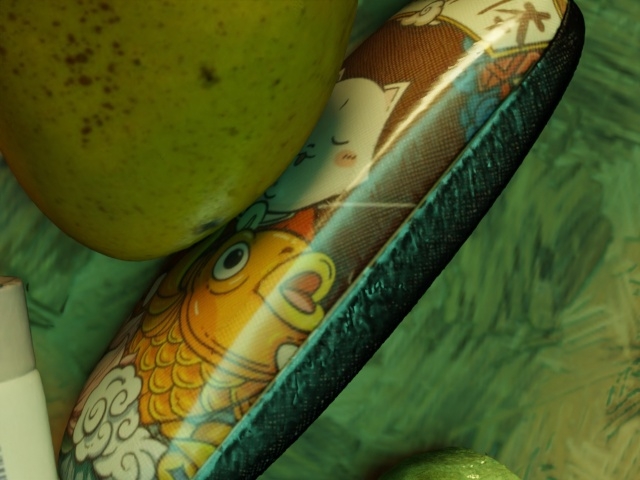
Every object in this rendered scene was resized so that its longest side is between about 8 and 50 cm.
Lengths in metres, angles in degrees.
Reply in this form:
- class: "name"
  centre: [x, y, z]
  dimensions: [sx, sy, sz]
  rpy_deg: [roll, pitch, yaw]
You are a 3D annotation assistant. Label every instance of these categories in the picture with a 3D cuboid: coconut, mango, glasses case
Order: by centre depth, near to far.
- class: "mango"
  centre: [-0.076, -0.125, 0.742]
  dimensions: [0.191, 0.160, 0.290]
  rpy_deg: [-2, 117, 10]
- class: "glasses case"
  centre: [0.000, 0.000, 0.819]
  dimensions: [0.082, 0.122, 0.321]
  rpy_deg: [43, 82, -20]
- class: "coconut"
  centre: [0.058, 0.144, 0.878]
  dimensions: [0.096, 0.088, 0.088]
  rpy_deg: [-39, 108, -19]

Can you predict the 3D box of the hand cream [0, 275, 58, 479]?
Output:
- class: "hand cream"
  centre: [-0.153, 0.141, 0.793]
  dimensions: [0.083, 0.133, 0.248]
  rpy_deg: [-17, 104, -56]
